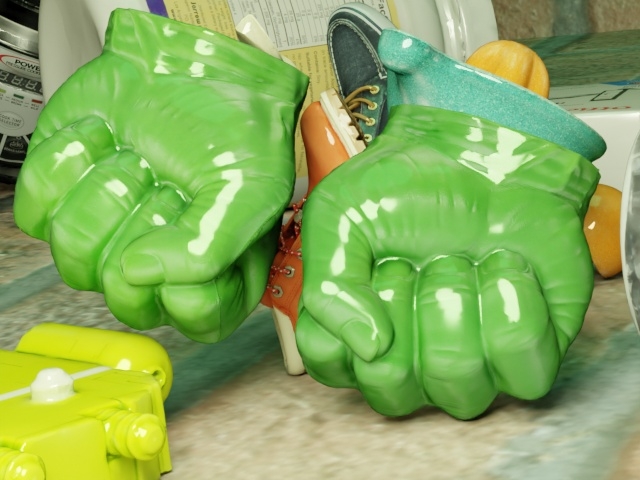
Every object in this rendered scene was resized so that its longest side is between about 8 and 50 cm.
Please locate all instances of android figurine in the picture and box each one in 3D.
[{"bbox_3d":[-0.182,0.089,0.919,0.248,0.056,0.273,-14,10,-39],"label":"android figurine"}]

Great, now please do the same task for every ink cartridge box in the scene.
[{"bbox_3d":[0.192,-0.065,1.481,0.148,0.085,0.203,-3,9,19],"label":"ink cartridge box"}]

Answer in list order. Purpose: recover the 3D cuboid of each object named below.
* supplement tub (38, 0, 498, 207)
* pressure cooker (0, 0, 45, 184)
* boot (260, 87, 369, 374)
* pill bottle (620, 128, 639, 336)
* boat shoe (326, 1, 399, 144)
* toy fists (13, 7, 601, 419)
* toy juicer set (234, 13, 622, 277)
[{"bbox_3d":[-0.044,-0.144,1.650,0.331,0.241,0.241,-11,10,-23],"label":"supplement tub"},{"bbox_3d":[-0.245,-0.295,1.875,0.370,0.375,0.420,-30,-15,-34],"label":"pressure cooker"},{"bbox_3d":[0.000,0.000,1.038,0.085,0.158,0.059,-13,24,-1],"label":"boot"},{"bbox_3d":[0.275,-0.004,0.929,0.246,0.130,0.130,-1,11,28],"label":"pill bottle"},{"bbox_3d":[0.038,-0.092,1.489,0.083,0.183,0.065,-20,-11,-43],"label":"boat shoe"},{"bbox_3d":[-0.009,-0.007,0.940,0.279,0.142,0.096,18,-8,7],"label":"toy fists"},{"bbox_3d":[0.083,-0.072,1.156,0.329,0.089,0.209,25,-5,-16],"label":"toy juicer set"}]
